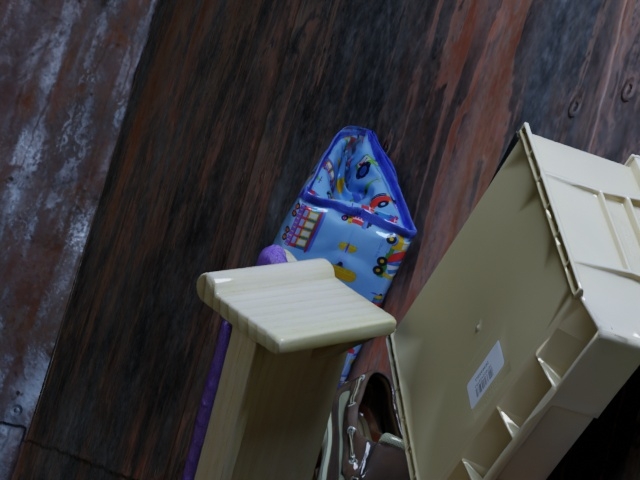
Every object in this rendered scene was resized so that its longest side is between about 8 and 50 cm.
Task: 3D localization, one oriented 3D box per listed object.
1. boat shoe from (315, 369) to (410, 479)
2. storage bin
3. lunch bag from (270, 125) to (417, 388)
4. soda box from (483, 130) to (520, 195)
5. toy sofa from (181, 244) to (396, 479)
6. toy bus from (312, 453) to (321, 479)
[{"bbox_3d":[0.050,0.227,1.649,0.095,0.095,0.257,-45,34,26],"label":"boat shoe"},{"bbox_3d":[0.179,0.087,1.381,0.262,0.123,0.260,-59,24,32],"label":"storage bin"},{"bbox_3d":[0.000,0.000,1.962,0.293,0.138,0.221,-92,24,-65],"label":"lunch bag"},{"bbox_3d":[0.177,-0.013,1.575,0.169,0.053,0.060,-65,21,19],"label":"soda box"},{"bbox_3d":[-0.078,0.192,1.553,0.177,0.150,0.363,35,120,39],"label":"toy sofa"},{"bbox_3d":[-0.054,0.238,1.730,0.202,0.104,0.191,55,-152,-80],"label":"toy bus"}]
